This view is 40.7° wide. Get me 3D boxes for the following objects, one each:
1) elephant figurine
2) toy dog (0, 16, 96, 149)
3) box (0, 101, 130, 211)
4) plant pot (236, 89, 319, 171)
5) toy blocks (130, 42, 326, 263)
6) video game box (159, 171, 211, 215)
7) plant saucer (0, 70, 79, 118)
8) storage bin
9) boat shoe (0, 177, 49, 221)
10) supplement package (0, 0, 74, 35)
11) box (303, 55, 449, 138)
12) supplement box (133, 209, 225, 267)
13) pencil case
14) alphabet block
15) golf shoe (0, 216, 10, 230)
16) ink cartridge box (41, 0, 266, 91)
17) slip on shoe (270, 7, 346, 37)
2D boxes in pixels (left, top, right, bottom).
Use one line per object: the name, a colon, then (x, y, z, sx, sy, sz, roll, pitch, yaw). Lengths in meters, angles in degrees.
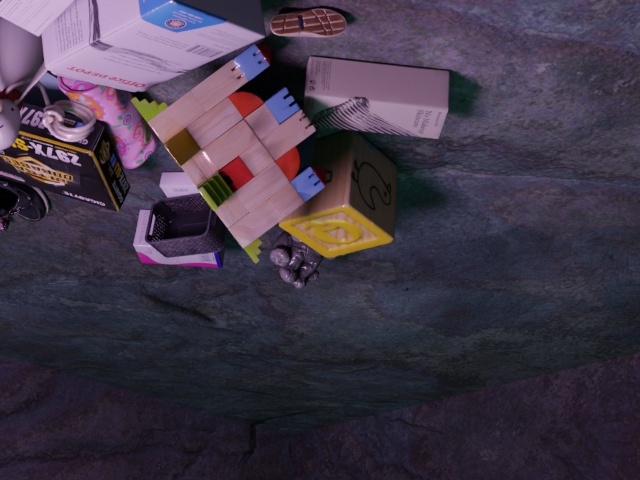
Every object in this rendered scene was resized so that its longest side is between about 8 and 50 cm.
elephant figurine: (0.000, 0.000, 2.184, 0.239, 0.186, 0.169, -39, 172, 21)
toy dog: (-0.529, -0.322, 1.503, 0.220, 0.334, 0.161, -12, 142, -22)
box: (-0.582, -0.187, 1.810, 0.321, 0.079, 0.257, 17, 155, 7)
plant pot: (-0.146, -0.206, 1.788, 0.234, 0.166, 0.166, 21, 150, -13)
toy blocks: (-0.130, -0.181, 1.612, 0.381, 0.261, 0.191, 54, 177, -13)
video game box: (-0.267, -0.104, 2.124, 0.205, 0.048, 0.187, 0, 150, 10)
plant saucer: (-0.645, -0.302, 1.805, 0.317, 0.044, 0.318, 5, 153, 2)
storage bin: (-0.320, -0.036, 2.081, 0.180, 0.122, 0.084, -6, 150, 23)
boat shoe: (-0.784, -0.113, 2.123, 0.127, 0.113, 0.340, 0, 153, 9)
supplement package: (-0.496, -0.477, 1.282, 0.293, 0.178, 0.175, 26, 147, -35)
box: (0.105, -0.274, 1.669, 0.275, 0.094, 0.113, 6, 154, 0)
supplement box: (-0.366, -0.004, 2.268, 0.219, 0.114, 0.111, 3, 154, 2)
pencil case: (-0.425, -0.266, 1.763, 0.124, 0.124, 0.284, -1, 153, 12)
alphabet block: (0.042, -0.100, 1.912, 0.193, 0.197, 0.192, -16, 147, 36)
golf shoe: (-0.877, -0.080, 2.256, 0.085, 0.068, 0.186, 7, 153, 0)
ink cartridge box: (-0.282, -0.369, 1.442, 0.307, 0.129, 0.223, -15, 170, 34)
slip on shoe: (-0.022, -0.385, 1.538, 0.135, 0.052, 0.041, -5, -168, 2)
